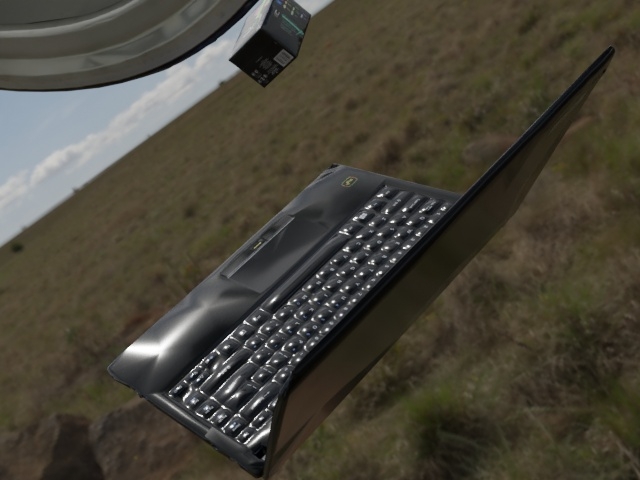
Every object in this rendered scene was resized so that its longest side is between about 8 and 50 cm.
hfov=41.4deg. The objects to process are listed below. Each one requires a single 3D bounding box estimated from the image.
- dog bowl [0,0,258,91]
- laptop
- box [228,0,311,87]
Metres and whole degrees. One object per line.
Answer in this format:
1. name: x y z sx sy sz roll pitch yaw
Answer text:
1. dog bowl: -0.171 -0.254 0.321 0.408 0.408 0.150 -25 39 45
2. laptop: 0.000 0.000 0.482 0.234 0.136 0.264 -43 38 -24
3. box: -0.054 -0.221 0.920 0.062 0.052 0.083 -34 30 40
